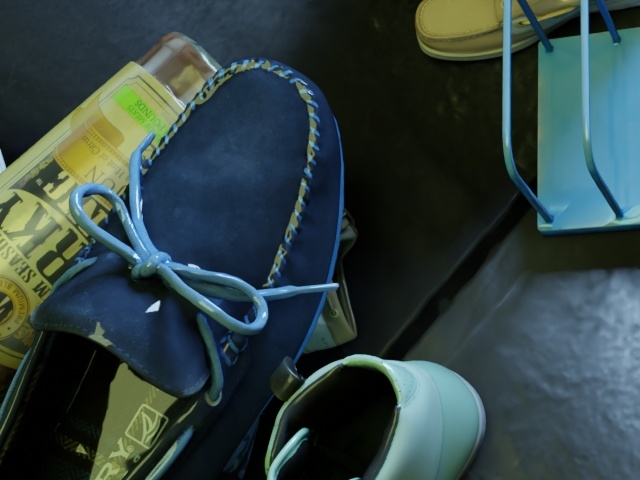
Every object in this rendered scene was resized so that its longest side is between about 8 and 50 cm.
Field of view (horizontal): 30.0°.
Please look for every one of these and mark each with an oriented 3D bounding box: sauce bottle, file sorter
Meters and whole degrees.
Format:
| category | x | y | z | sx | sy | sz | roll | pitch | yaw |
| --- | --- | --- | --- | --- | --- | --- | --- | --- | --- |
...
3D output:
| category | x | y | z | sx | sy | sz | roll | pitch | yaw |
| --- | --- | --- | --- | --- | --- | --- | --- | --- | --- |
| sauce bottle | -0.179 | 0.023 | 0.719 | 0.344 | 0.111 | 0.111 | -44 | 61 | -7 |
| file sorter | 0.187 | -0.078 | 0.621 | 0.170 | 0.104 | 0.118 | -4 | 73 | 23 |

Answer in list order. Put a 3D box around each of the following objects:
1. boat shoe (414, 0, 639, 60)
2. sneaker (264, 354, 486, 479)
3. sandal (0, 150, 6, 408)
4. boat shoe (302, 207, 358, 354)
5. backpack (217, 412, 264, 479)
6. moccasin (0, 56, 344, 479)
| category | x | y | z | sx | sy | sz | roll | pitch | yaw |
| --- | --- | --- | --- | --- | --- | --- | --- | --- | --- |
| boat shoe | 0.129 | -0.155 | 0.697 | 0.170 | 0.059 | 0.063 | -17 | 67 | 19 |
| sneaker | -0.019 | 0.166 | 0.612 | 0.094 | 0.151 | 0.256 | 30 | 89 | 28 |
| sandal | -0.245 | 0.027 | 0.806 | 0.102 | 0.076 | 0.265 | -14 | 87 | -5 |
| boat shoe | 0.000 | 0.000 | 0.718 | 0.045 | 0.050 | 0.135 | -8 | 78 | 16 |
| backpack | -0.084 | 0.082 | 0.708 | 0.105 | 0.084 | 0.114 | 13 | 76 | 24 |
| moccasin | -0.081 | 0.061 | 0.602 | 0.137 | 0.117 | 0.342 | 18 | 82 | 19 |
